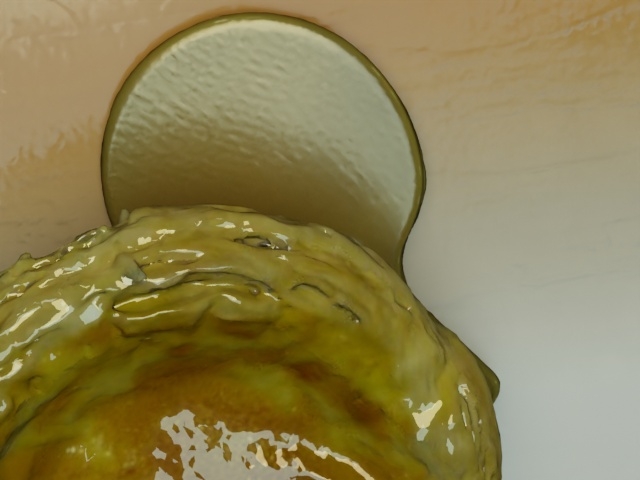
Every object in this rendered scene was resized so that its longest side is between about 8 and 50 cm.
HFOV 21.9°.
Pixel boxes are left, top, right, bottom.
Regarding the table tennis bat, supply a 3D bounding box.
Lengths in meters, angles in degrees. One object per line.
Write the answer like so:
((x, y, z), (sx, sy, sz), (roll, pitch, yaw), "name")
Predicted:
((0.000, 0.000, 1.052), (0.198, 0.050, 0.321), (-41, 103, 6), "table tennis bat")

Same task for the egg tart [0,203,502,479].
((-0.085, 0.149, 0.985), (0.388, 0.169, 0.387), (-4, 108, -11), "egg tart")
